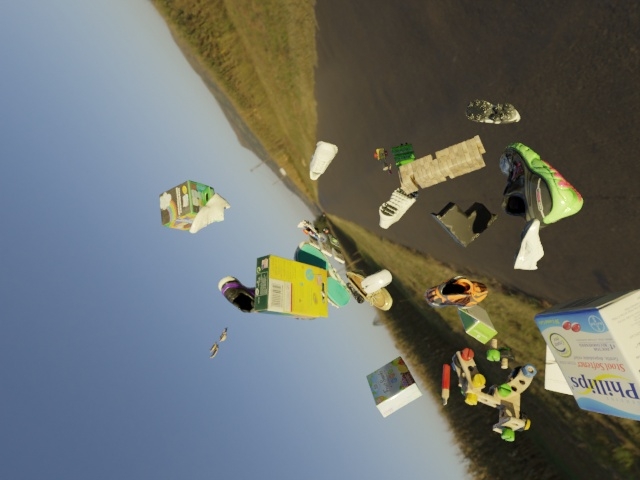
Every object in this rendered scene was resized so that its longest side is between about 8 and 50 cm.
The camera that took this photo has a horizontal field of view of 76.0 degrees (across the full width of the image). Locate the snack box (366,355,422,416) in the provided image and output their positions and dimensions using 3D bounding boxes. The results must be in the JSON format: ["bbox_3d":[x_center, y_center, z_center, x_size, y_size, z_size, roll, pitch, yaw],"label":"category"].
[{"bbox_3d":[0.289,0.580,1.645,0.070,0.175,0.207,57,-176,-13],"label":"snack box"}]

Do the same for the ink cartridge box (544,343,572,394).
[{"bbox_3d":[1.039,0.504,1.771,0.198,0.115,0.272,19,-103,-58],"label":"ink cartridge box"}]

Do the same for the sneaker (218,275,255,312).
[{"bbox_3d":[-0.302,0.263,1.764,0.293,0.102,0.146,30,-169,-46],"label":"sneaker"}]

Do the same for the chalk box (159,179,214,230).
[{"bbox_3d":[-0.647,-0.183,2.083,0.179,0.289,0.180,14,-118,-59],"label":"chalk box"}]

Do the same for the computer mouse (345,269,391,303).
[{"bbox_3d":[0.205,0.183,1.708,0.106,0.193,0.042,60,-158,10],"label":"computer mouse"}]

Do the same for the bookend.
[{"bbox_3d":[0.499,-0.087,1.425,0.157,0.156,0.072,44,-173,-9],"label":"bookend"}]

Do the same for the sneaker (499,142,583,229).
[{"bbox_3d":[0.705,-0.195,1.434,0.185,0.202,0.482,39,-154,-13],"label":"sneaker"}]

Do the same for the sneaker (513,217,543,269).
[{"bbox_3d":[0.559,0.011,1.085,0.053,0.061,0.152,-53,-30,-53],"label":"sneaker"}]

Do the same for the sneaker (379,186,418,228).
[{"bbox_3d":[0.385,-0.168,2.050,0.110,0.292,0.118,35,145,25],"label":"sneaker"}]

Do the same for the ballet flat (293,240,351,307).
[{"bbox_3d":[-0.007,0.148,1.840,0.409,0.147,0.147,55,-177,-31],"label":"ballet flat"}]

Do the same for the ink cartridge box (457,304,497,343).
[{"bbox_3d":[0.758,0.386,2.113,0.255,0.097,0.188,31,-155,-11],"label":"ink cartridge box"}]

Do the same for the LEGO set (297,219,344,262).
[{"bbox_3d":[0.000,0.000,1.757,0.182,0.060,0.244,29,-156,-25],"label":"LEGO set"}]

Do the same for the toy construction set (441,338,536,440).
[{"bbox_3d":[0.512,0.494,1.300,0.258,0.309,0.237,28,-125,-19],"label":"toy construction set"}]

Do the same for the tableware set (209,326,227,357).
[{"bbox_3d":[-0.512,0.510,2.060,0.020,0.168,0.141,34,169,-14],"label":"tableware set"}]

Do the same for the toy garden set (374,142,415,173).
[{"bbox_3d":[0.420,-0.450,2.270,0.244,0.204,0.049,50,-144,-59],"label":"toy garden set"}]

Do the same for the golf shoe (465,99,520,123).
[{"bbox_3d":[0.600,-0.440,1.437,0.094,0.077,0.198,8,-161,-36],"label":"golf shoe"}]

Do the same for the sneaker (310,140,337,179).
[{"bbox_3d":[0.006,-0.324,1.672,0.090,0.094,0.235,20,165,-5],"label":"sneaker"}]

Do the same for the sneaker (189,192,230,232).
[{"bbox_3d":[-0.439,-0.098,1.651,0.094,0.212,0.080,37,144,-10],"label":"sneaker"}]

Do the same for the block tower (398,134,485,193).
[{"bbox_3d":[0.476,-0.292,1.621,0.091,0.336,0.097,29,-133,-52],"label":"block tower"}]

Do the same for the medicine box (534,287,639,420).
[{"bbox_3d":[0.766,0.297,1.083,0.263,0.149,0.289,115,134,-74],"label":"medicine box"}]

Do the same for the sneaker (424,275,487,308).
[{"bbox_3d":[0.634,0.224,1.789,0.180,0.321,0.124,130,131,-61],"label":"sneaker"}]

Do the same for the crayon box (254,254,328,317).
[{"bbox_3d":[-0.102,0.186,1.549,0.319,0.081,0.202,19,-117,-45],"label":"crayon box"}]

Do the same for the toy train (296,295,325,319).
[{"bbox_3d":[-0.059,0.400,2.513,0.142,0.190,0.334,34,-178,15],"label":"toy train"}]

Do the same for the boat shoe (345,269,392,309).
[{"bbox_3d":[0.234,0.246,2.028,0.089,0.104,0.285,9,-158,-44],"label":"boat shoe"}]
